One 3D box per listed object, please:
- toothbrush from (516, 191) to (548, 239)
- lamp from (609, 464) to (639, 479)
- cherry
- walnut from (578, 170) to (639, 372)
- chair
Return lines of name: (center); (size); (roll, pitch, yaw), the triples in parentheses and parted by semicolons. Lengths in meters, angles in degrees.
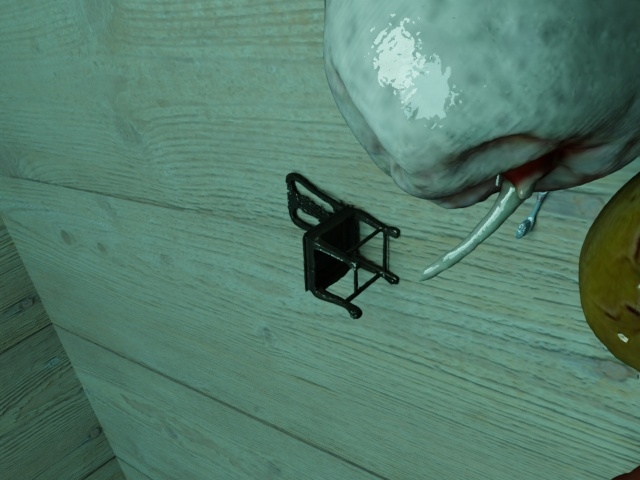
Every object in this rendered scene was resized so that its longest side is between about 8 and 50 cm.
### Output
toothbrush: (0.251, -0.067, 1.008); (0.013, 0.019, 0.193); (42, 144, 23)
lamp: (0.395, 0.340, 1.005); (0.227, 0.227, 0.226); (34, 142, 32)
cherry: (0.138, -0.182, 0.761); (0.291, 0.326, 0.334); (-31, 95, 48)
walnut: (0.335, 0.013, 0.798); (0.203, 0.203, 0.297); (40, 152, 25)
chair: (0.000, 0.000, 1.324); (0.229, 0.113, 0.106); (28, 137, 33)
